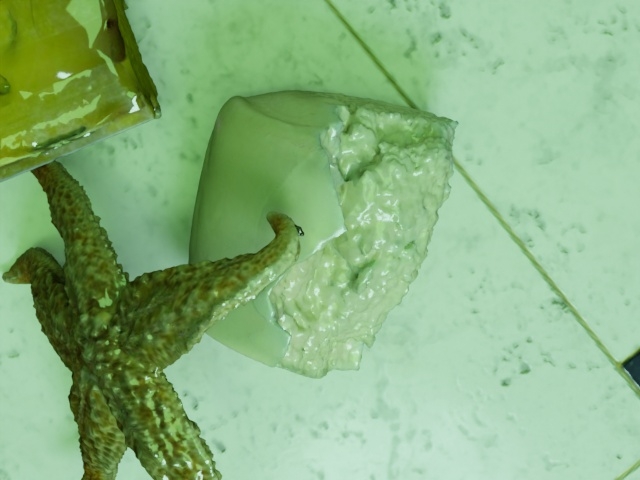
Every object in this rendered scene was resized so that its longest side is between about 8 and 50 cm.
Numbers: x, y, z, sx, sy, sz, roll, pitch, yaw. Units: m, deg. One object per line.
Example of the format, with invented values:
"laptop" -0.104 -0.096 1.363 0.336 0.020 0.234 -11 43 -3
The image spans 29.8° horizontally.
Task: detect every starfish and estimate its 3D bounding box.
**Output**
"starfish" -0.138 0.081 0.899 0.327 0.094 0.375 -29 78 38

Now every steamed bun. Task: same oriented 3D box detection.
"steamed bun" 0.000 0.000 0.945 0.200 0.170 0.226 9 100 -10

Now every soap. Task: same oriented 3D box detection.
"soap" -0.287 -0.157 0.909 0.281 0.143 0.259 -20 87 0
